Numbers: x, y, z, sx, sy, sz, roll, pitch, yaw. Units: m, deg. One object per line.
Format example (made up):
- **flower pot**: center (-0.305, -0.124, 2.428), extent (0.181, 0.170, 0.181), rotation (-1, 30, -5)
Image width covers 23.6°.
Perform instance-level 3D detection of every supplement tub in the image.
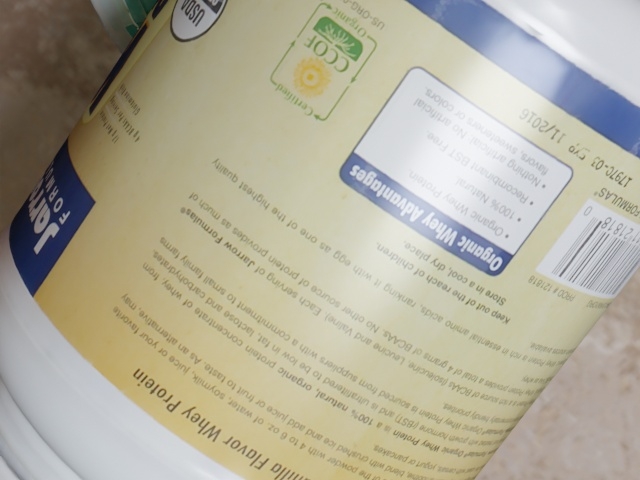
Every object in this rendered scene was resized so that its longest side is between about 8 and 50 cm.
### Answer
- **supplement tub**: center (0.000, 0.000, 0.648), extent (0.228, 0.228, 0.316), rotation (36, 103, -1)

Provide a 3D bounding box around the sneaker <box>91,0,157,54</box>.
- **sneaker**: center (-0.053, -0.210, 0.655), extent (0.121, 0.108, 0.302), rotation (-2, 123, 6)
